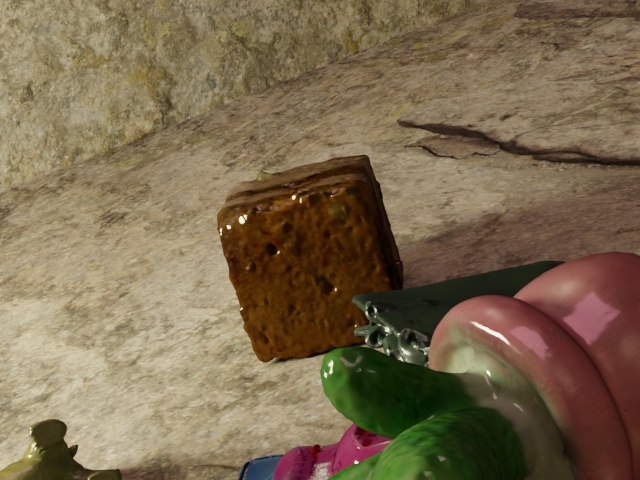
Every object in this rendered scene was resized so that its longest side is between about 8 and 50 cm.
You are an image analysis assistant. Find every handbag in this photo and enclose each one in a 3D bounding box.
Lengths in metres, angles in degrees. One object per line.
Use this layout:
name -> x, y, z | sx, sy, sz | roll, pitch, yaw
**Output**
handbag -> 0.175, 0.092, 1.291 | 0.260, 0.079, 0.247 | -3, 14, -15

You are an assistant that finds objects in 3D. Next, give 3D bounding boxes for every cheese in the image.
cheese -> 0.040, 0.199, 1.225 | 0.244, 0.062, 0.155 | -14, 17, 12

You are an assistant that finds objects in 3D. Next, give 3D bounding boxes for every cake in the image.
cake -> 0.000, 0.000, 1.656 | 0.196, 0.198, 0.293 | -16, 16, 10

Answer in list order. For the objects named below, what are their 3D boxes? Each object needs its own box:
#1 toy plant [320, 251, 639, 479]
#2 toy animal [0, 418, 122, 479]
toy plant -> 0.145, 0.140, 1.010 | 0.356, 0.210, 0.317 | -19, -10, -24
toy animal -> -0.321, 0.258, 1.355 | 0.219, 0.103, 0.101 | -28, 2, -27
